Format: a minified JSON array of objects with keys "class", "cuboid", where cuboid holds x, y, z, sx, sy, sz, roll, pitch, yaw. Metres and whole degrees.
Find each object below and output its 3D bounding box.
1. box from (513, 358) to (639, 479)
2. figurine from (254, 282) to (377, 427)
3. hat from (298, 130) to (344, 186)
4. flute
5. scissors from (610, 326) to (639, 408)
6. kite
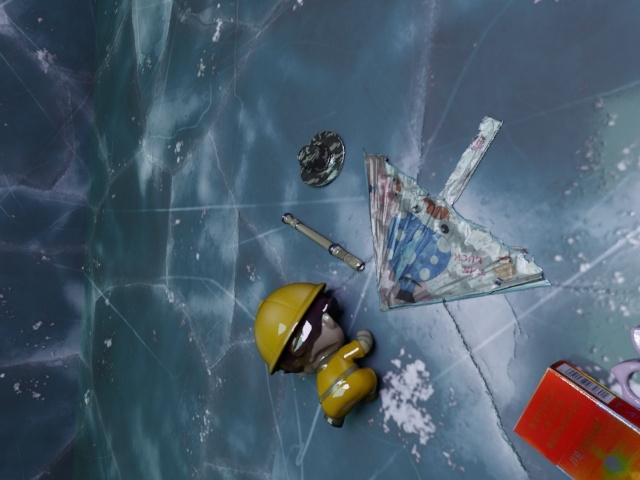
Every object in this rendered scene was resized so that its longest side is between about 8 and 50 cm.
[{"class":"box","cuboid":[0.332,0.238,0.555,0.175,0.048,0.112,39,122,40]},{"class":"figurine","cuboid":[-0.012,0.186,0.833,0.257,0.167,0.192,43,104,35]},{"class":"hat","cuboid":[-0.010,-0.163,0.925,0.121,0.050,0.121,-5,82,43]},{"class":"flute","cuboid":[0.000,0.000,0.925,0.233,0.027,0.027,33,112,41]},{"class":"scissors","cuboid":[0.425,0.171,0.492,0.212,0.021,0.110,33,114,42]},{"class":"kite","cuboid":[0.175,-0.029,0.758,0.406,0.014,0.368,44,119,37]}]
